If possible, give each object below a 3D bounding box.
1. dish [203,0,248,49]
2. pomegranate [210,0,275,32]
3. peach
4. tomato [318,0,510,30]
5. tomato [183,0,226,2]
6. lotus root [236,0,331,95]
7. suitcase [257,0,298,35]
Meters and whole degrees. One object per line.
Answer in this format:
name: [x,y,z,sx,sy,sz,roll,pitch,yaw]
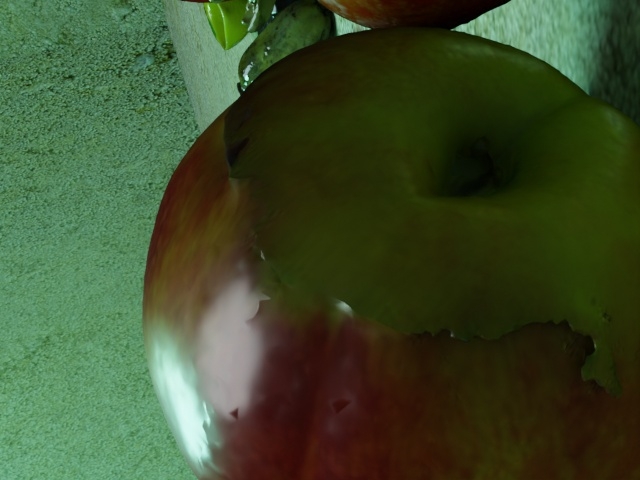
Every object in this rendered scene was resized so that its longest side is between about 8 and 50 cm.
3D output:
dish: [-0.175,-0.451,2.033,0.208,0.080,0.149,-132,25,-67]
pomegranate: [-0.004,-0.291,0.838,0.211,0.263,0.211,36,-175,-4]
peach: [0.056,0.058,0.655,0.370,0.370,0.370,166,90,-80]
tomato: [0.074,-0.203,0.642,0.140,0.200,0.233,63,174,-7]
tomato: [-0.158,-0.458,1.299,0.293,0.289,0.325,82,176,-47]
lotus root: [-0.048,-0.253,1.430,0.089,0.179,0.080,41,-159,-7]
suitcase: [-0.034,-0.232,1.582,0.206,0.066,0.286,-147,43,-76]
